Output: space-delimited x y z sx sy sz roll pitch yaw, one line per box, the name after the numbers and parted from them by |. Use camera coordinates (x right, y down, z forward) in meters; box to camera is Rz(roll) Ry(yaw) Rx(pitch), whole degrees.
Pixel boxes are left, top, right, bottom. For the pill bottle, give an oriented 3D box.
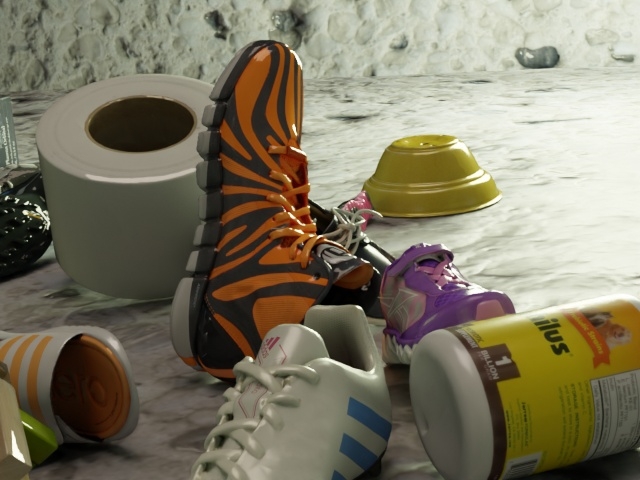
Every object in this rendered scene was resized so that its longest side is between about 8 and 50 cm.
0.183 0.106 0.876 0.215 0.117 0.117 -10 16 -18 | pill bottle

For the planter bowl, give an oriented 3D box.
0.155 -0.103 1.717 0.217 0.090 0.217 -4 15 1 | planter bowl

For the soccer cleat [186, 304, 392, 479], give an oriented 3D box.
-0.041 0.140 0.774 0.116 0.143 0.331 1 16 20 | soccer cleat

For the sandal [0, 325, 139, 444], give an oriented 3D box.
-0.256 0.129 0.993 0.265 0.102 0.076 -3 14 41 | sandal

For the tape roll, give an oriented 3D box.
-0.207 -0.069 1.408 0.246 0.169 0.246 0 37 0 | tape roll

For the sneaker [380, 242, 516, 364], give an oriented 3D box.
0.099 0.051 1.015 0.095 0.104 0.236 -7 -4 -11 | sneaker

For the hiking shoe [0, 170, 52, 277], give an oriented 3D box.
-0.422 -0.008 1.588 0.132 0.113 0.304 -32 4 36 | hiking shoe

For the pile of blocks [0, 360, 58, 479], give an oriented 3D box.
-0.281 0.142 0.873 0.362 0.112 0.149 17 68 49 | pile of blocks

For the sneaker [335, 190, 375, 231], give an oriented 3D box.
0.034 -0.032 1.600 0.057 0.047 0.119 -16 7 20 | sneaker

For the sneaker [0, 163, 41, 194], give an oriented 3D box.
-0.503 -0.042 1.748 0.229 0.086 0.132 -18 22 -9 | sneaker

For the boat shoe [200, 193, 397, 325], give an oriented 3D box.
0.000 0.000 1.211 0.254 0.079 0.095 30 40 7 | boat shoe

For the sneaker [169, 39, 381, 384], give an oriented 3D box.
-0.021 -0.022 1.077 0.180 0.321 0.125 9 1 37 | sneaker

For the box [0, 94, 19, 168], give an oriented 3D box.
-0.624 -0.170 2.092 0.093 0.156 0.158 3 17 25 | box
